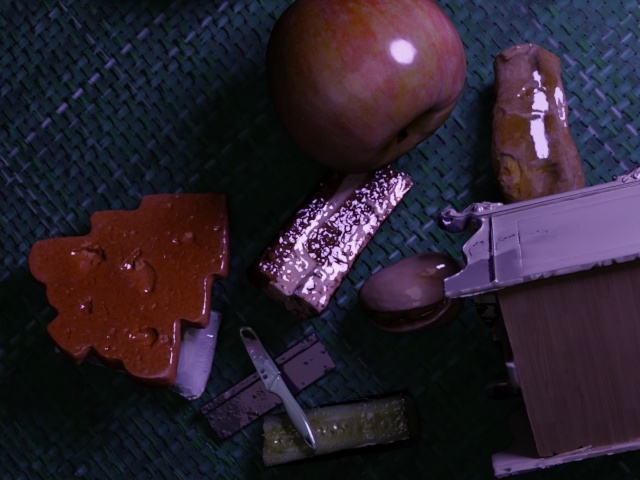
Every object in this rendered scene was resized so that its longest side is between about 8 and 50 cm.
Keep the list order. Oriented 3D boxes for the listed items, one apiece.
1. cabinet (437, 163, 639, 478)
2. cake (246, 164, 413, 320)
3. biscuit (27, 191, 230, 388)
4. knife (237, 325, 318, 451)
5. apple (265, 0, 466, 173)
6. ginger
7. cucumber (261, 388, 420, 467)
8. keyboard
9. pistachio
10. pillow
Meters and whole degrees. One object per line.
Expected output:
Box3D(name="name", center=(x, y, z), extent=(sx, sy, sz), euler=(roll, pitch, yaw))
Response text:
Box3D(name="cabinet", center=(0.328, 0.093, 1.701), extent=(0.318, 0.227, 0.290), euler=(-13, 115, 11))
Box3D(name="cake", center=(0.004, -0.007, 1.895), extent=(0.112, 0.135, 0.246), euler=(37, 66, -3))
Box3D(name="biscuit", center=(-0.237, 0.047, 1.903), extent=(0.306, 0.043, 0.284), euler=(-42, 70, -10))
Box3D(name="knife", center=(-0.058, 0.198, 1.886), extent=(0.030, 0.014, 0.207), euler=(-35, 67, 8))
Box3D(name="apple", center=(0.052, -0.221, 1.783), extent=(0.257, 0.257, 0.234), euler=(-33, 78, 8))
Box3D(name="ginger", center=(0.278, -0.119, 1.815), extent=(0.116, 0.109, 0.263), euler=(-8, 87, 12))
Box3D(name="cucumber", center=(0.025, 0.257, 1.883), extent=(0.211, 0.062, 0.078), euler=(-13, 70, 16))
Box3D(name="keyboard", center=(-0.072, 0.200, 1.917), extent=(0.195, 0.018, 0.060), euler=(-33, 90, 7))
Box3D(name="pistachio", center=(0.122, 0.067, 1.845), extent=(0.149, 0.113, 0.113), euler=(-9, 88, 16))
Box3D(name="pillow", center=(-0.252, 0.127, 1.929), extent=(0.229, 0.051, 0.128), euler=(18, 90, 10))
